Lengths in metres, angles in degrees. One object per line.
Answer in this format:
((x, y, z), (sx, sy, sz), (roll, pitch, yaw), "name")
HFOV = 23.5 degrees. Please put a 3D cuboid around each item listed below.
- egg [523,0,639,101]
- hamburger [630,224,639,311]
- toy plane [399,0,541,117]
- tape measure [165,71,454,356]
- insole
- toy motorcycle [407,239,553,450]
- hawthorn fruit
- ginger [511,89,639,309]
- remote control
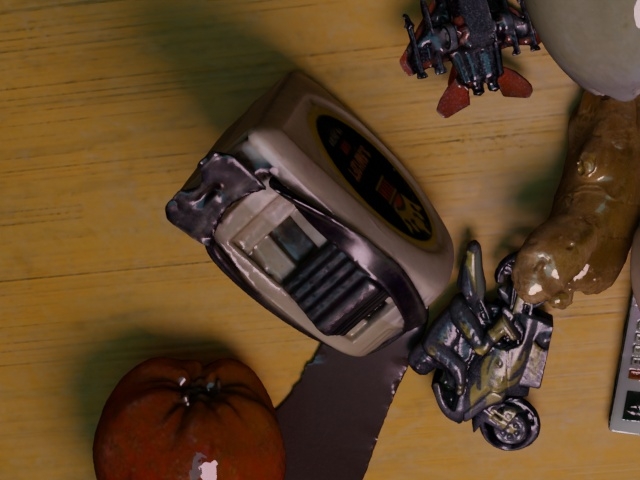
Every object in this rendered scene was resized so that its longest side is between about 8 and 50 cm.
((0.239, -0.227, 1.178), (0.183, 0.183, 0.217), (-12, 114, 10), "egg")
((0.350, 0.029, 1.253), (0.210, 0.173, 0.116), (26, 147, -25), "hamburger")
((0.117, -0.201, 1.265), (0.130, 0.061, 0.189), (-15, 103, -14), "toy plane")
((0.000, 0.000, 1.229), (0.133, 0.271, 0.231), (-42, 97, 16), "tape measure")
((0.005, 0.168, 1.419), (0.111, 0.007, 0.328), (27, 108, -4), "insole")
((0.140, 0.093, 1.354), (0.124, 0.061, 0.193), (6, 109, 7), "toy motorcycle")
((-0.112, 0.193, 1.359), (0.189, 0.189, 0.189), (2, 107, 6), "hawthorn fruit")
((0.233, -0.027, 1.288), (0.115, 0.081, 0.205), (30, 82, -23), "ginger")
((0.297, 0.094, 1.353), (0.065, 0.029, 0.166), (6, 112, 3), "remote control")
